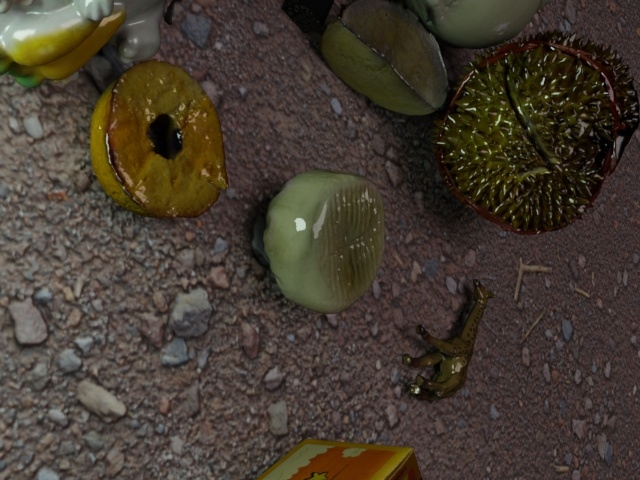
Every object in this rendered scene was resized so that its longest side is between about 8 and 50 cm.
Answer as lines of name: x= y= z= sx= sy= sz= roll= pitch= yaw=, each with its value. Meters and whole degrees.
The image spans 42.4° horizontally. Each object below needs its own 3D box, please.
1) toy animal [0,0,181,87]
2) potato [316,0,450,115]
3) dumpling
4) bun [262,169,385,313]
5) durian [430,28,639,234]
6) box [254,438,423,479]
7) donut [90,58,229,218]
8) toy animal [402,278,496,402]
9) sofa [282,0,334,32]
toy animal: x=-0.280 y=-0.298 z=0.831 sx=0.310 sy=0.183 sz=0.247 roll=-8 pitch=80 yaw=-44
potato: x=0.096 y=-0.298 z=1.289 sx=0.243 sy=0.098 sz=0.138 roll=36 pitch=56 yaw=-31
dumpling: x=0.217 y=-0.466 z=1.386 sx=0.395 sy=0.233 sz=0.315 roll=-23 pitch=64 yaw=-42
bun: x=0.000 y=0.000 z=1.132 sx=0.178 sy=0.128 sz=0.193 roll=-20 pitch=111 yaw=-46
durian: x=0.353 y=-0.185 z=1.370 sx=0.384 sy=0.348 sz=0.347 roll=-13 pitch=95 yaw=-52
box: x=0.015 y=0.438 z=1.026 sx=0.260 sy=0.214 sz=0.283 roll=-30 pitch=107 yaw=-43
donut: x=-0.196 y=-0.112 z=0.972 sx=0.174 sy=0.075 sz=0.190 roll=-15 pitch=91 yaw=-46
toy animal: x=0.229 y=0.175 z=1.401 sx=0.275 sy=0.054 sz=0.149 roll=-28 pitch=103 yaw=-42
sofa: x=-0.009 y=-0.373 z=1.229 sx=0.060 sy=0.039 sz=0.118 roll=40 pitch=58 yaw=-35
